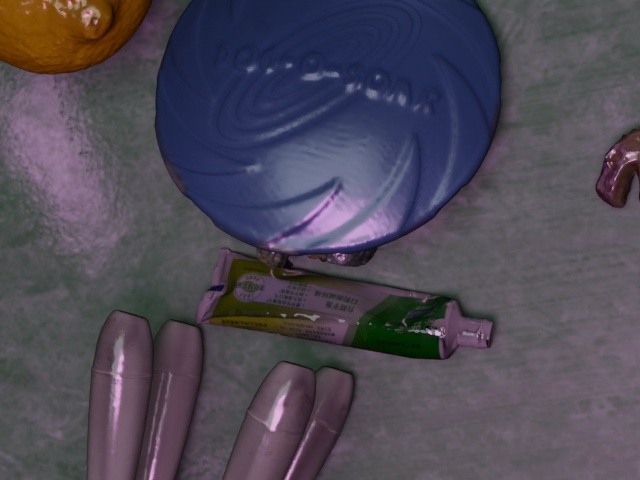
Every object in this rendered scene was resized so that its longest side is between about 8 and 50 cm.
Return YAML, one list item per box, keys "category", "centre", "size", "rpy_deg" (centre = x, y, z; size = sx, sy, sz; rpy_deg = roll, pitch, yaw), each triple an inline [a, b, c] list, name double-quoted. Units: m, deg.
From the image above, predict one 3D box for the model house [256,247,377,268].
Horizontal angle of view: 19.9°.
- category: "model house"
  centre: [0.000, 0.000, 1.494]
  size: [0.083, 0.079, 0.066]
  rpy_deg: [20, 95, 13]

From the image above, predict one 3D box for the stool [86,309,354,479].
- category: "stool"
  centre: [-0.094, 0.173, 1.458]
  size: [0.195, 0.195, 0.198]
  rpy_deg: [15, 86, 14]

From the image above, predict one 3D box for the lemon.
- category: "lemon"
  centre: [-0.230, -0.237, 1.510]
  size: [0.187, 0.187, 0.244]
  rpy_deg: [-42, 48, 9]

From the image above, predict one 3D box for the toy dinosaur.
- category: "toy dinosaur"
  centre: [0.289, -0.154, 1.434]
  size: [0.200, 0.072, 0.251]
  rpy_deg: [-4, 97, 25]

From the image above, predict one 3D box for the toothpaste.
- category: "toothpaste"
  centre: [0.021, 0.057, 1.503]
  size: [0.248, 0.047, 0.078]
  rpy_deg: [9, 60, 15]

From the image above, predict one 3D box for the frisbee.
- category: "frisbee"
  centre: [0.003, -0.128, 1.470]
  size: [0.290, 0.049, 0.289]
  rpy_deg: [-3, 70, 7]
